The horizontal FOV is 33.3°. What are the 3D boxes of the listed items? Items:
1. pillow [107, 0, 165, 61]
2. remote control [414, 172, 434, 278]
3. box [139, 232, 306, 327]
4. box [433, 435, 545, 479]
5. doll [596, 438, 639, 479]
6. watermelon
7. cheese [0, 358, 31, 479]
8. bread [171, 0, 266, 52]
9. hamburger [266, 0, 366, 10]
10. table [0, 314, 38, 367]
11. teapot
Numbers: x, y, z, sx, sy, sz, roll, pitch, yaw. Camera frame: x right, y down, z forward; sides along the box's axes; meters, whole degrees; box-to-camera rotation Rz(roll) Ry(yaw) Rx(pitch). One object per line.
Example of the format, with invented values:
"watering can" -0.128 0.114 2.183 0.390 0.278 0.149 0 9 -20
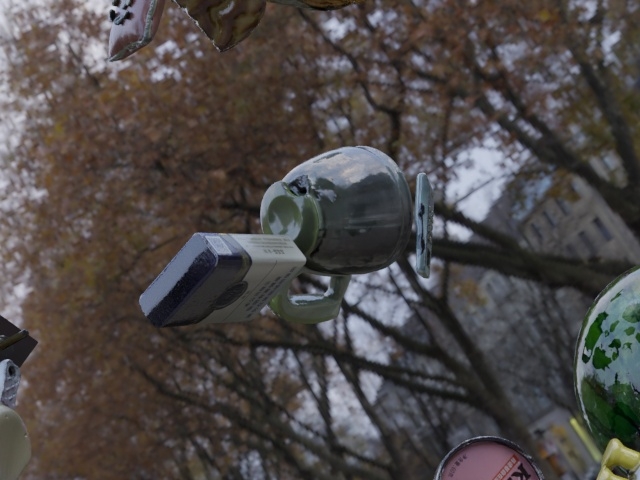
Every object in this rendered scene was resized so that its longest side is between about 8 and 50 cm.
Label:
"pillow" -0.319 -0.404 1.855 0.075 0.171 0.179 19 -12 -27
"remote control" 0.169 -0.023 1.755 0.029 0.166 0.065 1 -12 12
"box" -0.154 0.063 1.729 0.168 0.071 0.259 -47 -21 22
"box" 0.213 0.352 1.445 0.151 0.151 0.135 -26 -15 -19
"doll" 0.480 0.357 1.333 0.117 0.296 0.141 -55 -3 42
"watermelon" 0.527 0.193 1.531 0.363 0.363 0.363 -28 -16 -9
"cheese" -0.351 0.212 1.176 0.048 0.092 0.171 -13 29 12
"bread" -0.148 -0.316 1.277 0.096 0.181 0.222 -43 15 3
"hamburger" -0.020 -0.478 1.625 0.319 0.158 0.318 5 -27 2
"table" -0.497 0.106 1.403 0.111 0.240 0.121 -34 23 53
"teapot" -0.010 -0.021 1.961 0.239 0.239 0.321 -10 -32 -44
